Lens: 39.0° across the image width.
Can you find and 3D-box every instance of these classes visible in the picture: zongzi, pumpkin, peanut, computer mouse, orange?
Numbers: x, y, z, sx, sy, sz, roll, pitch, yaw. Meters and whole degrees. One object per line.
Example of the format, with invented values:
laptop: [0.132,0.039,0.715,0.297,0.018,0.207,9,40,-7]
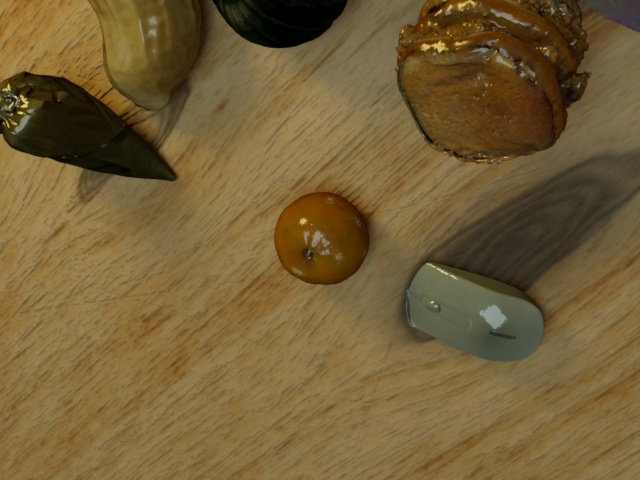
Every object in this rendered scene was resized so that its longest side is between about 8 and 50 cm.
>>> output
zongzi: [-0.370,-0.160,1.431,0.274,0.251,0.125,33,100,-1]
pumpkin: [-0.077,-0.393,1.272,0.250,0.216,0.249,29,130,41]
peanut: [-0.268,-0.360,1.368,0.174,0.158,0.339,-12,113,-2]
computer mouse: [0.247,0.120,1.462,0.231,0.079,0.127,15,113,14]
orange: [0.000,0.000,1.455,0.156,0.124,0.156,4,110,12]

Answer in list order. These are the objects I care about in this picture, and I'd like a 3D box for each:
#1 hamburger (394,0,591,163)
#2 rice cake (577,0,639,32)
hamburger: [0.219,-0.233,1.212,0.245,0.211,0.260,24,154,-2]
rice cake: [0.350,-0.318,1.124,0.070,0.399,0.064,-56,47,32]
